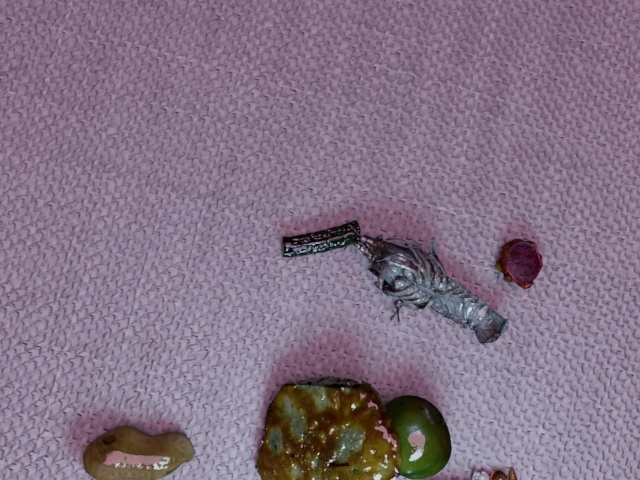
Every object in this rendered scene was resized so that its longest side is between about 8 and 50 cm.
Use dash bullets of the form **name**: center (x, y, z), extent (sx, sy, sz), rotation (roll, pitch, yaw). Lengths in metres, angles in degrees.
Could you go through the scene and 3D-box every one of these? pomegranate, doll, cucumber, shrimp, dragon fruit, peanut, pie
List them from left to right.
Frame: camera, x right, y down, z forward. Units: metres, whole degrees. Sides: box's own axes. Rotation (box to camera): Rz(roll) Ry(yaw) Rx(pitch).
- **peanut**: center (-0.394, 0.461, 1.830), extent (0.236, 0.120, 0.110), rotation (-4, 121, -12)
- **cucumber**: center (0.000, 0.000, 1.939), extent (0.187, 0.058, 0.058), rotation (-13, 87, -7)
- **pie**: center (0.019, 0.445, 1.830), extent (0.355, 0.103, 0.288), rotation (-7, 88, 28)
- **pomegranate**: center (0.178, 0.450, 1.868), extent (0.225, 0.187, 0.187), rotation (-35, 90, 12)
- **shrimp**: center (0.235, 0.104, 1.914), extent (0.410, 0.166, 0.221), rotation (30, 105, -17)
- **doll**: center (0.391, 0.548, 1.945), extent (0.085, 0.040, 0.058), rotation (36, 92, -3)
- **dragon fruit**: center (0.463, 0.056, 1.984), extent (0.112, 0.068, 0.126), rotation (21, 69, -20)

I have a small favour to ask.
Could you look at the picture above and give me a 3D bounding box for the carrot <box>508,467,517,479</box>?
- **carrot**: center (0.452, 0.634, 1.943), extent (0.048, 0.048, 0.216), rotation (-1, 81, -6)
